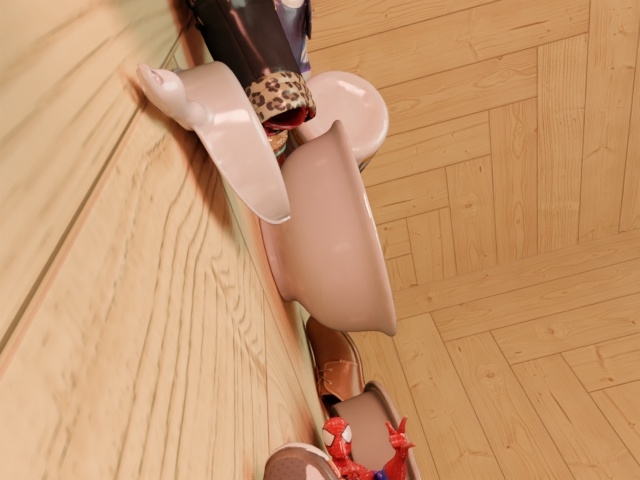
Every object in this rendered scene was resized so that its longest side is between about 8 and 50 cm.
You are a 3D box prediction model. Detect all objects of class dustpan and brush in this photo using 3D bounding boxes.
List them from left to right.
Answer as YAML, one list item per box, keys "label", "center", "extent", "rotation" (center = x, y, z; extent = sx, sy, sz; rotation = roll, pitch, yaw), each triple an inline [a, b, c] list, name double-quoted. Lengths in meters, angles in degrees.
- label: "dustpan and brush"
  center: [-0.078, -0.085, 0.375]
  extent: [0.147, 0.060, 0.211]
  rotation: [62, -7, 6]

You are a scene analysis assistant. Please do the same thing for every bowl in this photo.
- label: "bowl"
  center: [0.000, 0.000, 0.698]
  extent: [0.298, 0.134, 0.297]
  rotation: [-15, 90, -89]

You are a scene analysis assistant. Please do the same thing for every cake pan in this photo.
- label: "cake pan"
  center: [0.060, 0.303, 0.553]
  extent: [0.293, 0.054, 0.293]
  rotation: [172, -90, -82]

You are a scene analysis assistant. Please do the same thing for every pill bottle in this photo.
- label: "pill bottle"
  center: [0.005, -0.162, 0.935]
  extent: [0.278, 0.162, 0.162]
  rotation: [130, -52, -67]

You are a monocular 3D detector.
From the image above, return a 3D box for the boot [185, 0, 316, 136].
- label: "boot"
  center: [-0.068, -0.196, 0.551]
  extent: [0.178, 0.085, 0.236]
  rotation: [64, 9, -3]

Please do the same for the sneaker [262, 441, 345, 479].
- label: "sneaker"
  center: [-0.003, 0.187, 0.271]
  extent: [0.065, 0.061, 0.158]
  rotation: [57, 16, -64]

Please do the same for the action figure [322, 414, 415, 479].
- label: "action figure"
  center: [0.033, 0.240, 0.349]
  extent: [0.139, 0.091, 0.280]
  rotation: [87, -7, -45]

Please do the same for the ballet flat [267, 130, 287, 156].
- label: "ballet flat"
  center: [-0.079, -0.166, 0.725]
  extent: [0.067, 0.073, 0.206]
  rotation: [59, 4, -21]

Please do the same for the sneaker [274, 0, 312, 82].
- label: "sneaker"
  center: [-0.071, -0.374, 0.838]
  extent: [0.323, 0.130, 0.236]
  rotation: [-89, -174, -63]

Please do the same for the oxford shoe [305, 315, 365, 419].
- label: "oxford shoe"
  center: [0.021, 0.209, 0.815]
  extent: [0.076, 0.076, 0.212]
  rotation: [0, 58, -48]
